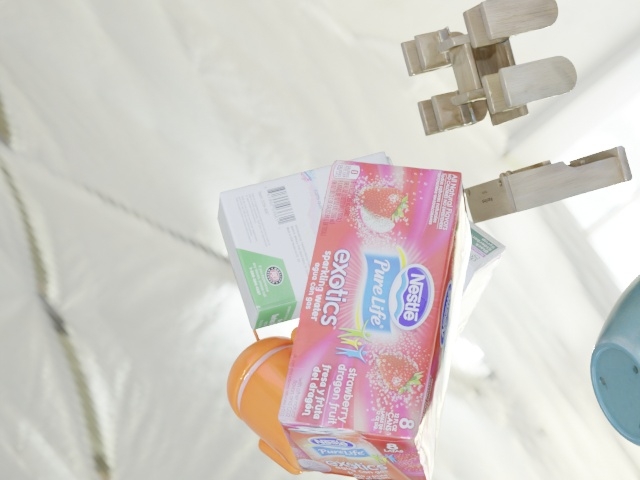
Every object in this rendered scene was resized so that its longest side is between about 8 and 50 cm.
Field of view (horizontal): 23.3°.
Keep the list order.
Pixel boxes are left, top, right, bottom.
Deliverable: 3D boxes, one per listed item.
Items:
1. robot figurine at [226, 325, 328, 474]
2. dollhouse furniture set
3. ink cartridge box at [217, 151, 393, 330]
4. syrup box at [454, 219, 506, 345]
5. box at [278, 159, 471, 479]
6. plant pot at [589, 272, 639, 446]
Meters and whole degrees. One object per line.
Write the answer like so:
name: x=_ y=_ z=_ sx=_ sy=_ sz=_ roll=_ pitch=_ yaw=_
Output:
robot figurine: x=-0.030 y=0.199 z=1.924 sx=0.219 sy=0.128 sz=0.158 roll=36 pitch=159 yaw=38
dollhouse furniture set: x=0.234 y=-0.159 z=1.782 sx=0.212 sy=0.161 sz=0.242 roll=-16 pitch=89 yaw=67
ink cartridge box: x=0.000 y=0.000 z=1.835 sx=0.093 sy=0.212 sz=0.154 roll=105 pitch=148 yaw=-69
syrup box: x=0.162 y=0.083 z=2.187 sx=0.093 sy=0.237 sz=0.096 roll=37 pitch=-142 yaw=19
box: x=0.053 y=0.072 z=1.361 sx=0.128 sy=0.123 sz=0.256 roll=72 pitch=-153 yaw=-61
plant pot: x=0.446 y=0.154 z=1.893 sx=0.290 sy=0.195 sz=0.290 roll=48 pitch=149 yaw=42
